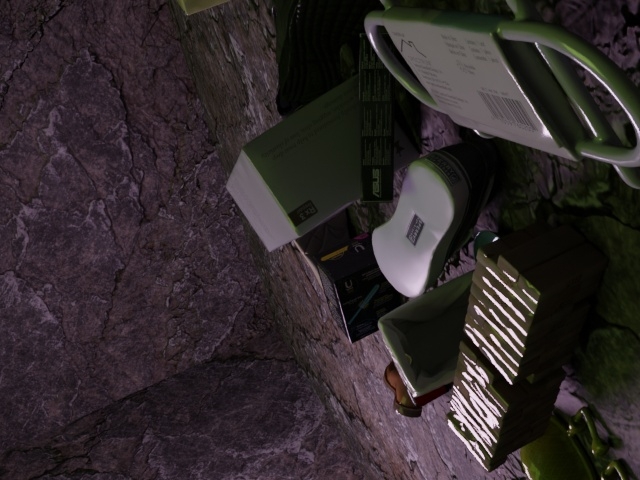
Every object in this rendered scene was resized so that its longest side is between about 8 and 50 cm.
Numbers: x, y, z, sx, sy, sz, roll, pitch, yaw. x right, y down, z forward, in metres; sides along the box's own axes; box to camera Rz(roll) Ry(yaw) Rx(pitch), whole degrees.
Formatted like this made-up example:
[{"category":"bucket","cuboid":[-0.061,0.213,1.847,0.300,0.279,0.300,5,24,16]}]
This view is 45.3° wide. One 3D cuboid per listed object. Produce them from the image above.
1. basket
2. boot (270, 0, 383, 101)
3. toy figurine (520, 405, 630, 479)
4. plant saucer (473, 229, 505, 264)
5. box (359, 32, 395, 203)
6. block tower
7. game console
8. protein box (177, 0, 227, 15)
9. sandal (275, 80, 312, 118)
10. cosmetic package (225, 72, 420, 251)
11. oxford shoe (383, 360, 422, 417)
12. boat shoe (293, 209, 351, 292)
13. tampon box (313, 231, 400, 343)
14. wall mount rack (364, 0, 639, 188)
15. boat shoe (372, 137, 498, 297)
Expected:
[{"category":"basket","cuboid":[0.169,0.126,1.018,0.113,0.167,0.103,63,172,17]},{"category":"boot","cuboid":[-0.016,-0.358,1.030,0.338,0.118,0.222,133,130,-62]},{"category":"toy figurine","cuboid":[0.287,0.405,0.905,0.362,0.217,0.191,63,168,16]},{"category":"plant saucer","cuboid":[0.227,0.039,0.929,0.119,0.021,0.119,58,164,27]},{"category":"box","cuboid":[0.069,-0.152,0.936,0.184,0.045,0.190,-64,-26,-75]},{"category":"block tower","cuboid":[0.219,0.124,0.860,0.091,0.097,0.335,51,153,38]},{"category":"game console","cuboid":[0.171,0.233,1.435,0.085,0.124,0.144,-38,75,51]},{"category":"protein box","cuboid":[-0.155,-0.489,1.166,0.136,0.201,0.199,57,165,40]},{"category":"sandal","cuboid":[-0.047,-0.258,1.361,0.097,0.054,0.254,67,168,-6]},{"category":"cosmetic package","cuboid":[-0.017,-0.107,1.228,0.156,0.217,0.385,56,167,-1]},{"category":"oxford shoe","cuboid":[0.175,0.276,1.537,0.212,0.076,0.076,-109,29,-77]},{"category":"boat shoe","cuboid":[0.000,0.000,1.620,0.130,0.132,0.355,175,73,-78]},{"category":"tampon box","cuboid":[0.074,0.090,1.483,0.101,0.120,0.161,50,160,53]},{"category":"wall mount rack","cuboid":[0.124,-0.188,0.542,0.304,0.130,0.350,49,177,-26]},{"category":"boat shoe","cuboid":[0.145,-0.027,0.967,0.108,0.102,0.301,51,157,21]}]
